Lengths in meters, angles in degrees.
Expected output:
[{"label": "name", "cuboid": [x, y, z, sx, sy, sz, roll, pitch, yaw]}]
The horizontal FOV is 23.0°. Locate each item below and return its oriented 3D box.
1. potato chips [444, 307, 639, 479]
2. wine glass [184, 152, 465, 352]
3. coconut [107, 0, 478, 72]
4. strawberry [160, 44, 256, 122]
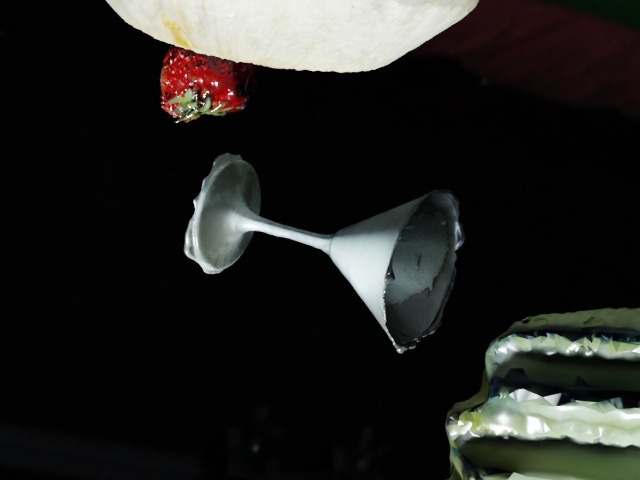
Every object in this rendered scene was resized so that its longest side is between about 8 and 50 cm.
[{"label": "potato chips", "cuboid": [0.260, 0.221, 0.981, 0.429, 0.358, 0.070, 2, -165, 22]}, {"label": "wine glass", "cuboid": [0.000, 0.000, 1.462, 0.232, 0.156, 0.156, 15, -150, 28]}, {"label": "coconut", "cuboid": [-0.007, -0.267, 0.928, 0.329, 0.329, 0.329, 17, -143, -13]}, {"label": "strawberry", "cuboid": [-0.111, -0.167, 1.534, 0.106, 0.106, 0.106, 17, -143, -13]}]
